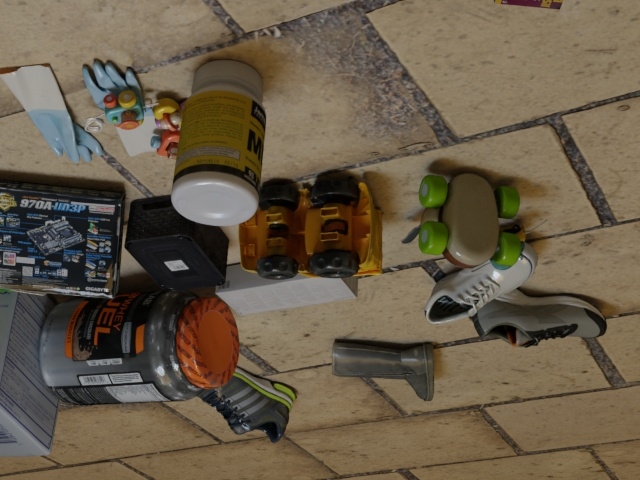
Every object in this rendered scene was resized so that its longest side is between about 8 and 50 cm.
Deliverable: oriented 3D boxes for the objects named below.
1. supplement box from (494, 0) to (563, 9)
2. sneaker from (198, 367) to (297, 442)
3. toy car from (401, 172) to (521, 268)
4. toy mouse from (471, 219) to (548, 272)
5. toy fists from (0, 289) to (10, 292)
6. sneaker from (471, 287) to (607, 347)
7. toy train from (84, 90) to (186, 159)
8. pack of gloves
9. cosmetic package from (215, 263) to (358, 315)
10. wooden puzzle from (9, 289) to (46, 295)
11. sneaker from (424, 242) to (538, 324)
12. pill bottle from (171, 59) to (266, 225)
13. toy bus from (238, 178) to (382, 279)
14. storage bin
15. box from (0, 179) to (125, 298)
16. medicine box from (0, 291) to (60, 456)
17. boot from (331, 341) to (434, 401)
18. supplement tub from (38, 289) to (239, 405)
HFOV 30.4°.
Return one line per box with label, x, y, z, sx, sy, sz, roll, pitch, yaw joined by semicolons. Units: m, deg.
supplement box;0.256;-0.316;1.429;0.083;0.043;0.055;4;149;-3
sneaker;-0.182;0.351;2.548;0.300;0.121;0.111;20;145;-28
toy car;0.207;-0.013;1.880;0.155;0.149;0.188;8;162;-19
toy mouse;0.283;0.025;1.930;0.161;0.143;0.031;-9;116;38
toy fists;-0.511;0.029;2.044;0.279;0.096;0.142;-3;150;6
sneaker;0.400;0.155;2.176;0.271;0.108;0.100;9;148;-13
toy train;-0.252;-0.158;1.714;0.166;0.046;0.125;11;141;-33
pack of gloves;-0.338;-0.173;1.727;0.195;0.046;0.232;-4;150;13
cosmetic package;-0.060;0.075;2.118;0.239;0.060;0.099;-10;146;21
wooden puzzle;-0.495;0.063;2.004;0.116;0.014;0.078;15;134;-16
sneaker;0.279;0.084;2.053;0.094;0.091;0.258;39;141;-10
pill bottle;-0.135;-0.136;1.610;0.119;0.208;0.119;3;150;1
toy bus;0.000;0.000;1.927;0.220;0.149;0.211;-5;165;17
storage bin;-0.240;0.006;1.992;0.122;0.084;0.180;-7;148;17
box;-0.436;-0.002;1.926;0.220;0.051;0.175;5;108;-5
medicine box;-0.594;0.223;2.192;0.149;0.289;0.263;-3;149;10
boot;0.129;0.271;2.432;0.208;0.076;0.190;-6;135;2
supplement tub;-0.334;0.198;2.184;0.338;0.207;0.207;-7;149;26
